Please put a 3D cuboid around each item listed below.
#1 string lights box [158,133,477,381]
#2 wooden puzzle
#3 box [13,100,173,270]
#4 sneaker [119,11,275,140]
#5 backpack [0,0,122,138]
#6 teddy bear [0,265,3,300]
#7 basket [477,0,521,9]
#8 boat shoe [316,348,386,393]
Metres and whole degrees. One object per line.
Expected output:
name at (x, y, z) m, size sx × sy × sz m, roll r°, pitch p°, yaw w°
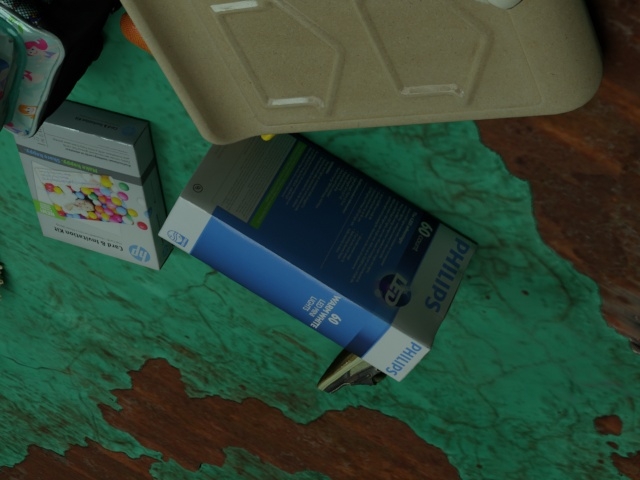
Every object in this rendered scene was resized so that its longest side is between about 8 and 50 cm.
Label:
string lights box at (0.000, 0.000, 1.378) m, size 0.259 × 0.133 × 0.077 m, roll 32°, pitch 143°, yaw -3°
wooden puzzle at (0.012, -0.219, 1.144) m, size 0.347 × 0.080 × 0.322 m, roll -6°, pitch 136°, yaw 26°
box at (-0.232, -0.060, 1.541) m, size 0.145 × 0.038 × 0.186 m, roll 16°, pitch 143°, yaw 17°
sneaker at (-0.101, -0.152, 1.322) m, size 0.175 × 0.067 × 0.064 m, roll 29°, pitch 145°, yaw 3°
backpack at (-0.330, -0.208, 1.313) m, size 0.253 × 0.191 × 0.225 m, roll 37°, pitch 151°, yaw -3°
teddy bear at (-0.535, 0.040, 1.726) m, size 0.338 × 0.113 × 0.245 m, roll -21°, pitch 144°, yaw 8°
basket at (0.041, -0.355, 0.783) m, size 0.266 × 0.331 × 0.328 m, roll 18°, pitch 143°, yaw 6°
boat shoe at (0.047, 0.129, 1.565) m, size 0.049 × 0.056 × 0.152 m, roll 40°, pitch 142°, yaw -6°
